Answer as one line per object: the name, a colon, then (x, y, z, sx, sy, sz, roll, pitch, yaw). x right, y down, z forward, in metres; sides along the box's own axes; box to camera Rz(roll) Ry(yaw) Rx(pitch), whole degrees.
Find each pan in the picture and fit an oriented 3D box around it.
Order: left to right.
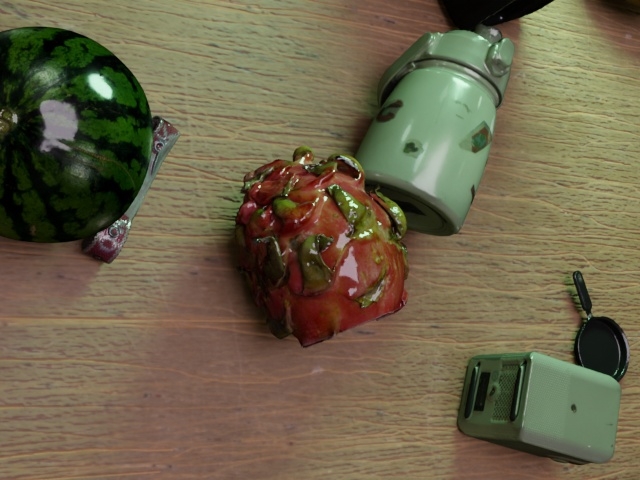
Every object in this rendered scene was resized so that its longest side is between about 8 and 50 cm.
pan: (0.531, 0.169, 1.630, 0.136, 0.028, 0.235, -23, 94, -30)

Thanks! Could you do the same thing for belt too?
belt: (-0.282, -0.076, 1.233, 0.053, 0.071, 0.232, 32, 70, -26)

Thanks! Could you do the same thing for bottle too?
bottle: (0.193, -0.205, 1.412, 0.229, 0.229, 0.351, 28, 75, -20)

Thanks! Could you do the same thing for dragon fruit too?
dragon fruit: (0.000, 0.000, 1.266, 0.269, 0.250, 0.291, -18, 81, -30)

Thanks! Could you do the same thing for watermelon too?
watermelon: (-0.358, -0.133, 1.085, 0.285, 0.285, 0.285, 6, 78, -27)

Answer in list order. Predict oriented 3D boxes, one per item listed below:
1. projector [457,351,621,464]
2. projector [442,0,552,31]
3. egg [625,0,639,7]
projector: (0.387, 0.292, 1.447, 0.243, 0.177, 0.163, 18, 74, -22)
projector: (0.356, -0.631, 1.483, 0.242, 0.395, 0.405, -22, 90, -29)
egg: (0.696, -0.620, 1.743, 0.322, 0.250, 0.250, 43, 64, -25)
